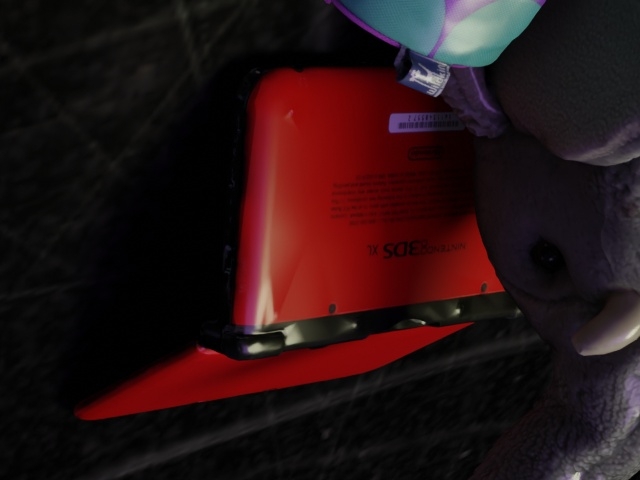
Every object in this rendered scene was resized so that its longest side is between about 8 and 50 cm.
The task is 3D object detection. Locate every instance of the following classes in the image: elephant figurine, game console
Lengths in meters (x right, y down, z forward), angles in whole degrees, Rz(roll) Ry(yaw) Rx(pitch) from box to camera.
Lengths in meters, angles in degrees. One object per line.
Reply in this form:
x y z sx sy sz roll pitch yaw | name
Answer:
0.106 -0.044 0.534 0.239 0.186 0.169 -26 120 27 | elephant figurine
0.000 0.000 0.593 0.144 0.085 0.124 -6 104 -45 | game console

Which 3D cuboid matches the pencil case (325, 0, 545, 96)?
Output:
0.050 -0.114 0.450 0.070 0.064 0.152 6 126 -40 | pencil case
